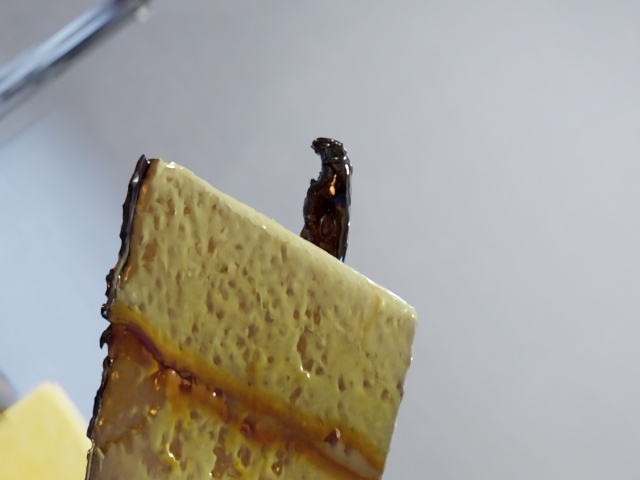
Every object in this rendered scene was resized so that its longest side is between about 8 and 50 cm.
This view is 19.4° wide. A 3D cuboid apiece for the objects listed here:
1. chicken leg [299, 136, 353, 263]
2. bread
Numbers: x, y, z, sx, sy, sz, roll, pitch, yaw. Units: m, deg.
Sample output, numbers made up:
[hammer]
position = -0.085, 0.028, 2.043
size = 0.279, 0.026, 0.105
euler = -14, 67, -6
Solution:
[chicken leg]
position = 0.000, 0.000, 1.882
size = 0.253, 0.051, 0.106
euler = 101, -5, -53
[bread]
position = -0.094, 0.146, 1.685
size = 0.405, 0.346, 0.242
euler = 25, -5, -26
